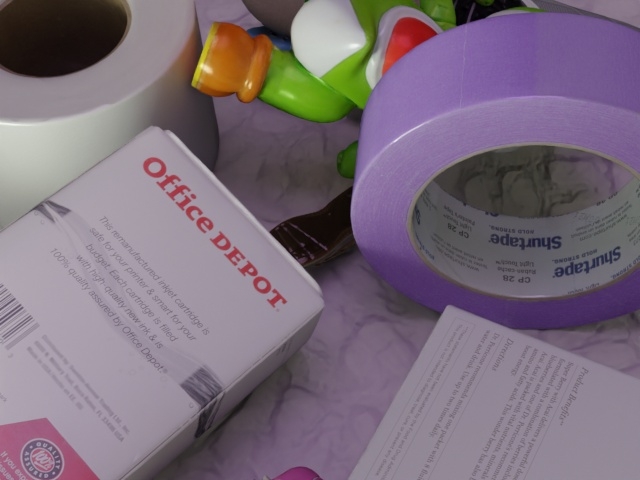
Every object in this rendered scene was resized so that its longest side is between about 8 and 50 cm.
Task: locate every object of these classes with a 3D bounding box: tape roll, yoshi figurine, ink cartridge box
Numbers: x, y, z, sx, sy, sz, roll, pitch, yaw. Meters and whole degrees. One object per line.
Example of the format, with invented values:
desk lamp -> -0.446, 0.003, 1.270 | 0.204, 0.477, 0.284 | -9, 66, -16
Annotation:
tape roll -> 0.163, -0.043, 0.913 | 0.275, 0.274, 0.090 | 3, 52, 7
yoshi figurine -> 0.084, -0.159, 1.023 | 0.362, 0.203, 0.203 | 15, 55, -4
tape roll -> -0.222, -0.137, 1.085 | 0.246, 0.169, 0.246 | -3, 52, 3
ink cartridge box -> -0.168, 0.079, 0.911 | 0.283, 0.117, 0.207 | -39, 78, -24

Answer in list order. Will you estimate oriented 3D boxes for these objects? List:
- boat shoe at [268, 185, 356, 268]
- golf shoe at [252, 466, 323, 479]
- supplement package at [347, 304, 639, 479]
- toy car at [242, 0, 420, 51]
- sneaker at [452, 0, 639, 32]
boat shoe -> 0.000, 0.000, 1.038 | 0.135, 0.045, 0.050 | -28, 63, -21
golf shoe -> -0.074, 0.292, 0.788 | 0.140, 0.115, 0.306 | 35, 68, 15
supplement package -> 0.179, 0.203, 0.781 | 0.293, 0.175, 0.177 | 21, 55, 20
toy car -> 0.046, -0.280, 1.194 | 0.210, 0.219, 0.238 | 15, 26, 16
sneaker -> 0.237, -0.178, 1.143 | 0.272, 0.100, 0.108 | 29, 31, 30
